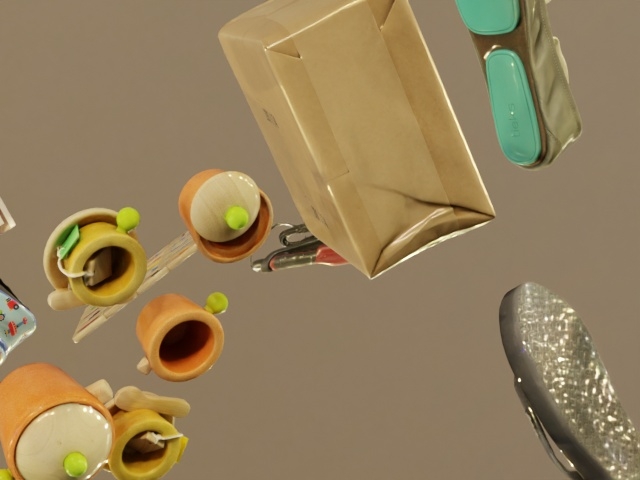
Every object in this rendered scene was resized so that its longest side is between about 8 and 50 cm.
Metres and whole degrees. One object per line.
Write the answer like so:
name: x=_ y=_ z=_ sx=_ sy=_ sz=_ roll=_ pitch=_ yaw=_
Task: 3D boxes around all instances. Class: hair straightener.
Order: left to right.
hair straightener: x=0.000 y=0.000 z=2.031 sx=0.230 sy=0.089 sz=0.047 roll=-15 pitch=-47 yaw=34

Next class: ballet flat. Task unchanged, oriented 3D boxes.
ballet flat: x=0.149 y=-0.158 z=1.159 sx=0.068 sy=0.072 sz=0.213 roll=-32 pitch=-64 yaw=-35

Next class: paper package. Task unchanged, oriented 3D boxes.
paper package: x=0.034 y=-0.141 z=1.799 sx=0.168 sy=0.325 sz=0.309 roll=-27 pitch=-76 yaw=-8

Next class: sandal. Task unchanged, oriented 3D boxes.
sandal: x=0.197 y=0.147 z=1.179 sx=0.054 sy=0.097 sz=0.254 roll=-17 pitch=-65 yaw=35

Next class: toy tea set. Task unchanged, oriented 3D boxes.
toy tea set: x=-0.152 y=0.089 z=1.317 sx=0.200 sy=0.124 sz=0.336 roll=11 pitch=-71 yaw=-34

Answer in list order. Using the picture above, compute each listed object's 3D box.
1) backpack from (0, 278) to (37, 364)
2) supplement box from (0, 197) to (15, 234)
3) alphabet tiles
backpack: x=-0.364 y=0.070 z=1.445 sx=0.173 sy=0.117 sz=0.158 roll=41 pitch=-30 yaw=-29
supplement box: x=-0.467 y=-0.019 z=1.750 sx=0.073 sy=0.130 sz=0.239 roll=-23 pitch=9 yaw=31
alphabet tiles: x=-0.159 y=0.017 z=1.618 sx=0.237 sy=0.009 sz=0.198 roll=-37 pitch=8 yaw=0
